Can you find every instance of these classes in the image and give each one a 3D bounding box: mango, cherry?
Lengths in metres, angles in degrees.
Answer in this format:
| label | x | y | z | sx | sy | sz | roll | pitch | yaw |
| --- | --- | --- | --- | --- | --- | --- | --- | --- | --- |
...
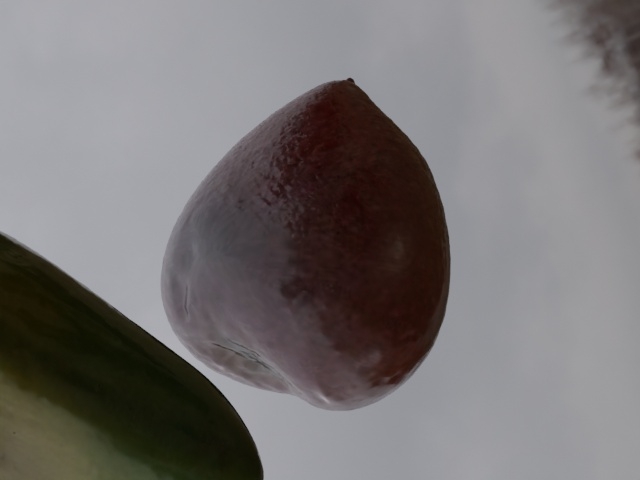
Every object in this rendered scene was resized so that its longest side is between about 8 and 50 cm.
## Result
| label | x | y | z | sx | sy | sz | roll | pitch | yaw |
| --- | --- | --- | --- | --- | --- | --- | --- | --- | --- |
| mango | -0.147 | 0.073 | 0.644 | 0.237 | 0.137 | 0.091 | 36 | -143 | -3 |
| cherry | 0.001 | 0.011 | 1.080 | 0.206 | 0.239 | 0.239 | 52 | -159 | -30 |
